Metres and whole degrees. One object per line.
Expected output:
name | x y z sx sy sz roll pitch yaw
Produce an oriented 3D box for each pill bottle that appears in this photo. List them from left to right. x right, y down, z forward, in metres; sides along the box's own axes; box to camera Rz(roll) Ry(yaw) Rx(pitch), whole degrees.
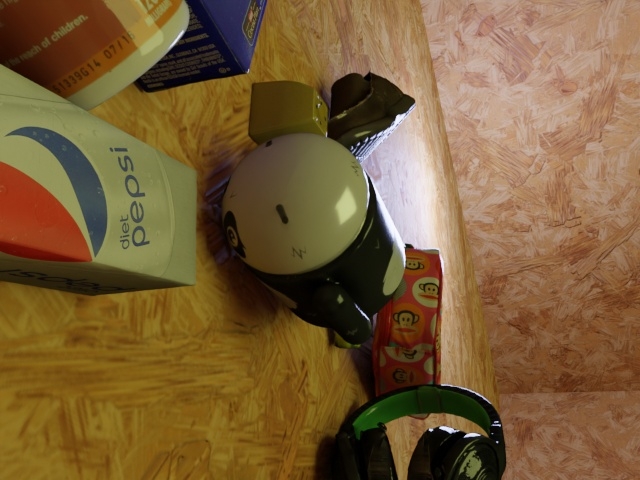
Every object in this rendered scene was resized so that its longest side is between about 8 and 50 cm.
pill bottle | -0.182 -0.186 0.327 0.216 0.121 0.121 55 33 -35

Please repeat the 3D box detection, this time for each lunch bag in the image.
lunch bag | 0.171 0.156 1.090 0.258 0.120 0.293 -72 163 -47

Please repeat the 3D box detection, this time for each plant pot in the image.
plant pot | -0.036 -0.161 0.773 0.081 0.083 0.081 42 45 -59

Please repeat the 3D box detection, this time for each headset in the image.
headset | 0.119 0.302 0.802 0.394 0.243 0.185 -51 130 -62

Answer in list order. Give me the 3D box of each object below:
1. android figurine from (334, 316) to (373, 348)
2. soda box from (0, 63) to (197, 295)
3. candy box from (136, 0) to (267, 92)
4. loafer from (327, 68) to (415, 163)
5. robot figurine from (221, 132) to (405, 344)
android figurine | 0.054 0.028 0.951 0.248 0.056 0.273 -15 105 -71
soda box | -0.185 -0.032 0.323 0.286 0.098 0.091 30 56 -65
candy box | -0.152 -0.331 0.473 0.317 0.122 0.268 58 33 -50
loafer | 0.054 -0.210 1.017 0.130 0.134 0.366 43 29 -1
robot figurine | -0.003 0.000 0.695 0.174 0.209 0.278 -57 146 -15
